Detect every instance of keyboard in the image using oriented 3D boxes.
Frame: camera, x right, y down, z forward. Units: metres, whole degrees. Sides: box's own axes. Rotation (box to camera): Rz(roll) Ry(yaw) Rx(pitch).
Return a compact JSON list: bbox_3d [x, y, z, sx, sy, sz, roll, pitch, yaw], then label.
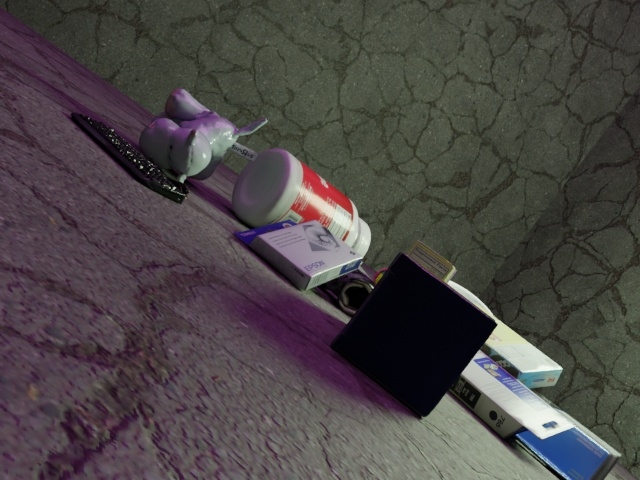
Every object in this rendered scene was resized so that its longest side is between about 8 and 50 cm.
[{"bbox_3d":[-0.387,-0.171,1.389,0.317,0.033,0.201,40,4,32],"label":"keyboard"}]

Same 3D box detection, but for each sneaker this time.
[{"bbox_3d":[0.053,0.097,1.568,0.268,0.101,0.153,37,4,12],"label":"sneaker"}]

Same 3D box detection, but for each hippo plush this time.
[{"bbox_3d":[-0.331,-0.220,1.644,0.294,0.234,0.236,22,34,2],"label":"hippo plush"}]

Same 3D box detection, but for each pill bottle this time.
[{"bbox_3d":[-0.040,-0.072,1.876,0.407,0.229,0.229,34,4,-41],"label":"pill bottle"}]

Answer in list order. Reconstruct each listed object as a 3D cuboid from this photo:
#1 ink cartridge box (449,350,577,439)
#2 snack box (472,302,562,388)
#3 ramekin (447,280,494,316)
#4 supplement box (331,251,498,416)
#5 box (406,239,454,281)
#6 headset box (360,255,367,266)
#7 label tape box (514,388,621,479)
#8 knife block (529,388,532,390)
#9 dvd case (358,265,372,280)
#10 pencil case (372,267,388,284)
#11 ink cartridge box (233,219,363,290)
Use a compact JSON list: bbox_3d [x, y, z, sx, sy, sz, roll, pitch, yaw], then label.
[{"bbox_3d":[0.401,0.353,1.490,0.165,0.065,0.332,3,26,-42],"label":"ink cartridge box"},{"bbox_3d":[0.452,0.269,1.714,0.187,0.060,0.322,6,24,-39],"label":"snack box"},{"bbox_3d":[0.386,0.247,1.969,0.277,0.135,0.277,24,26,-13],"label":"ramekin"},{"bbox_3d":[0.170,0.154,1.195,0.195,0.194,0.356,37,3,8],"label":"supplement box"},{"bbox_3d":[0.238,0.136,1.711,0.117,0.243,0.213,38,4,14],"label":"box"},{"bbox_3d":[0.000,0.000,2.281,0.218,0.110,0.293,40,5,41],"label":"headset box"},{"bbox_3d":[0.577,0.478,1.587,0.249,0.115,0.347,38,2,35],"label":"label tape box"},{"bbox_3d":[0.633,0.488,2.201,0.242,0.088,0.275,36,3,3],"label":"knife block"},{"bbox_3d":[0.151,0.154,1.957,0.179,0.029,0.238,51,7,6],"label":"dvd case"},{"bbox_3d":[0.230,0.143,1.985,0.104,0.104,0.236,38,5,21],"label":"pencil case"},{"bbox_3d":[-0.046,0.011,1.479,0.224,0.045,0.223,36,28,23],"label":"ink cartridge box"}]
